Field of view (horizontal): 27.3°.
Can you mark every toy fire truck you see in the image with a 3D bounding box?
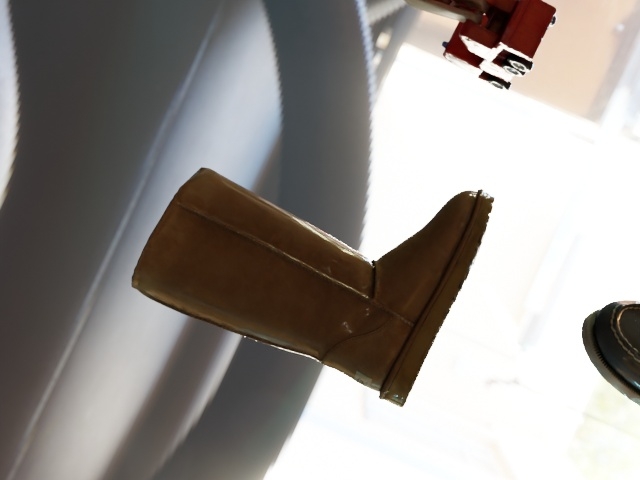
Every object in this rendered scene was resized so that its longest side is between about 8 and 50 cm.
[{"bbox_3d":[0.105,-0.175,0.995,0.047,0.135,0.192,-62,-179,-4],"label":"toy fire truck"}]

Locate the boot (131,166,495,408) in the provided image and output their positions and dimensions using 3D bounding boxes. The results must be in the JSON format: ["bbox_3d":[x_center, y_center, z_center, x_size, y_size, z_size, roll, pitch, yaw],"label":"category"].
[{"bbox_3d":[0.000,0.000,1.203,0.236,0.270,0.089,-61,174,-24],"label":"boot"}]

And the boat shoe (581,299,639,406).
[{"bbox_3d":[0.380,0.107,1.132,0.099,0.320,0.116,123,-18,-48],"label":"boat shoe"}]
